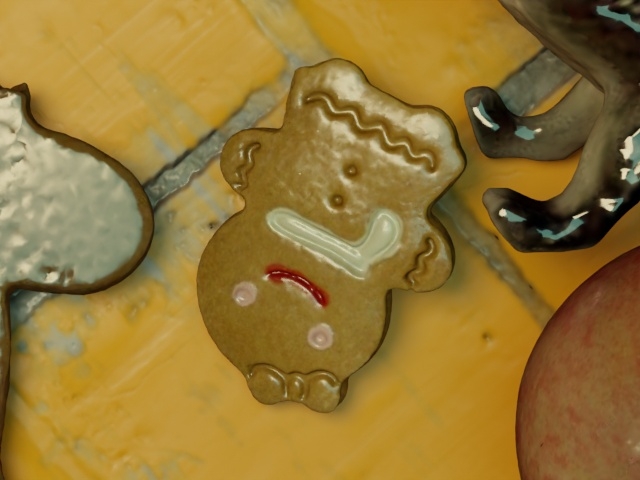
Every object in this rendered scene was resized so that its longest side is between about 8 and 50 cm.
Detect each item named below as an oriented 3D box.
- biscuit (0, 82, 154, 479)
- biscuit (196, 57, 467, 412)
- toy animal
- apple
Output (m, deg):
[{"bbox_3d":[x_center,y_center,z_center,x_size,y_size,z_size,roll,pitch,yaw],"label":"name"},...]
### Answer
[{"bbox_3d":[-0.315,0.065,1.357,0.368,0.076,0.394,9,93,-6],"label":"biscuit"},{"bbox_3d":[-0.001,0.001,1.367,0.184,0.035,0.249,31,107,9],"label":"biscuit"},{"bbox_3d":[0.207,-0.203,1.321,0.303,0.194,0.344,-20,106,8],"label":"toy animal"},{"bbox_3d":[0.288,0.159,1.293,0.345,0.269,0.345,12,118,24],"label":"apple"}]
